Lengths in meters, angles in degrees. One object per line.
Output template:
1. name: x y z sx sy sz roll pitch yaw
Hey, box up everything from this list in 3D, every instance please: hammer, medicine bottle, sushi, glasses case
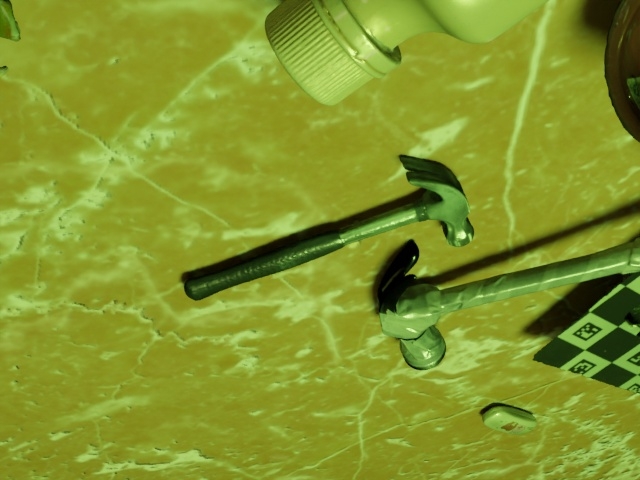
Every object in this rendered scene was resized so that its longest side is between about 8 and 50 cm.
1. hammer: 0.256 0.023 0.741 0.427 0.044 0.152 -14 139 12
2. medicine bottle: 0.083 -0.169 0.448 0.252 0.114 0.114 -35 136 22
3. hammer: 0.000 0.000 0.690 0.246 0.029 0.103 -18 141 7
4. sushi: 0.352 0.077 0.865 0.215 0.050 0.192 21 129 -25
5. glasses case: 0.229 0.218 1.015 0.083 0.021 0.032 22 127 -36

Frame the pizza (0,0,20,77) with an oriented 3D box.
1. pizza: -0.233 -0.161 0.411 0.185 0.052 0.195 15 137 -21

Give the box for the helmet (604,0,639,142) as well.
1. helmet: 0.280 -0.132 0.552 0.106 0.155 0.175 -24 145 -60
